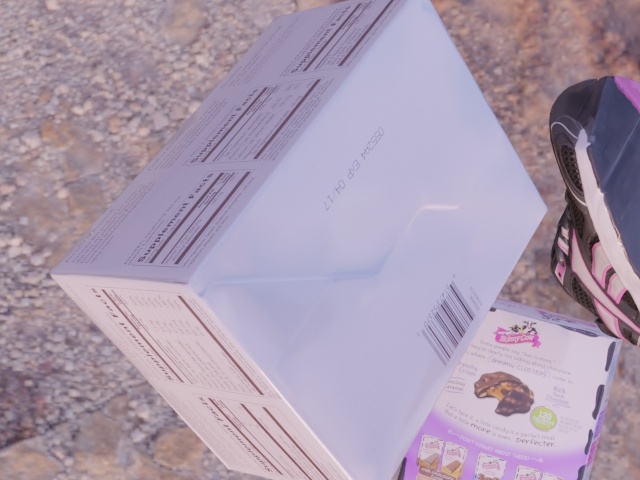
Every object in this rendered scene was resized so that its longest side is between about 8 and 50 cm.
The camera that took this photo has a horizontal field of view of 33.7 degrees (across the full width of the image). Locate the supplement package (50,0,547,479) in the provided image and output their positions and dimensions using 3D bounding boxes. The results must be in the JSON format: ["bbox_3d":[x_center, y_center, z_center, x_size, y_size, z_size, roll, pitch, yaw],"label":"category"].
[{"bbox_3d":[0.000,0.000,0.698,0.262,0.145,0.204,-54,125,-29],"label":"supplement package"}]

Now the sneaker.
[{"bbox_3d":[0.142,0.001,0.519,0.072,0.077,0.178,-49,126,-28],"label":"sneaker"}]

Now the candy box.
[{"bbox_3d":[0.175,0.158,0.978,0.070,0.165,0.196,-4,108,-67],"label":"candy box"}]
